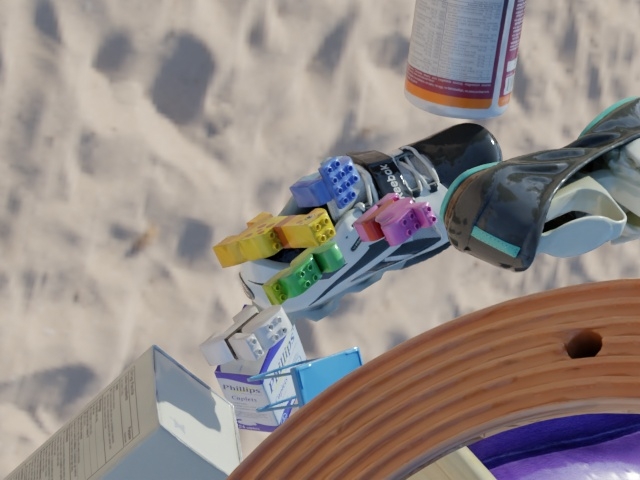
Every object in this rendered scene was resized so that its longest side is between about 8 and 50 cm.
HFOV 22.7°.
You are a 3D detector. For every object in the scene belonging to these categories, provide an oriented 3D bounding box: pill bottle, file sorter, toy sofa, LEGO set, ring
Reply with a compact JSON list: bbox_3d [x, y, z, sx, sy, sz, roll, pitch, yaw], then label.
[{"bbox_3d":[0.164,-0.253,1.754,0.121,0.121,0.221,-26,129,-54],"label":"pill bottle"},{"bbox_3d":[-0.005,0.232,1.975,0.118,0.104,0.170,-14,90,-46],"label":"file sorter"},{"bbox_3d":[0.235,0.191,1.336,0.362,0.150,0.177,-4,133,-45],"label":"toy sofa"},{"bbox_3d":[0.000,0.000,1.230,0.227,0.093,0.087,-40,112,-32],"label":"LEGO set"},{"bbox_3d":[0.078,0.149,0.512,0.336,0.337,0.032,-61,139,-29],"label":"ring"}]

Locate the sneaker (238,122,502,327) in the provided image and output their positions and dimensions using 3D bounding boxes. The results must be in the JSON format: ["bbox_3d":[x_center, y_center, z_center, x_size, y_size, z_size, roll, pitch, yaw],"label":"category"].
[{"bbox_3d":[0.056,-0.036,1.728,0.330,0.122,0.146,-36,147,-8],"label":"sneaker"}]

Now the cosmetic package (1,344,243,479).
[{"bbox_3d":[-0.231,0.274,1.699,0.129,0.296,0.153,40,19,-26],"label":"cosmetic package"}]

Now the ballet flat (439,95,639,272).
[{"bbox_3d":[0.208,-0.034,1.236,0.280,0.096,0.095,-26,141,-41],"label":"ballet flat"}]

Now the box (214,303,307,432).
[{"bbox_3d":[-0.081,0.181,2.255,0.137,0.072,0.126,71,32,-45],"label":"box"}]
